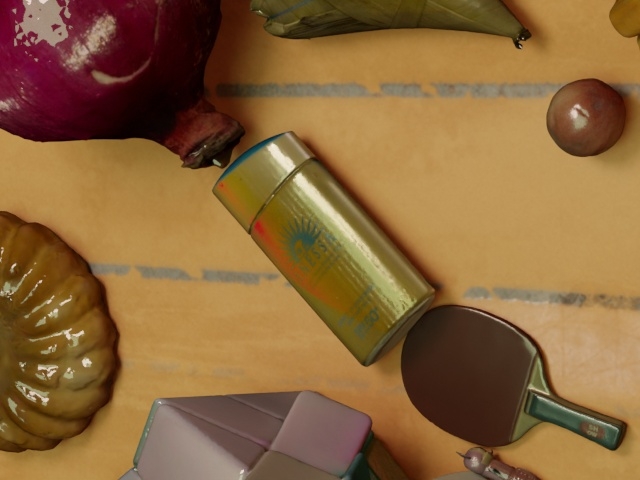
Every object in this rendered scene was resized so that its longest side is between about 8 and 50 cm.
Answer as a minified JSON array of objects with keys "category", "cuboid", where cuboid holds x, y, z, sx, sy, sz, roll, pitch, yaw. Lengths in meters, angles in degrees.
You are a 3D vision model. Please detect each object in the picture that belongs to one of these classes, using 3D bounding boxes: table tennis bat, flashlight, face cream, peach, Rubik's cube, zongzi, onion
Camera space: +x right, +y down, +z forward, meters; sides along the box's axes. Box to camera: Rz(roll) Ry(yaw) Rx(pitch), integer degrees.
[{"category":"table tennis bat","cuboid":[0.210,0.167,1.804,0.274,0.021,0.154,22,110,25]},{"category":"flashlight","cuboid":[0.205,0.258,1.818,0.110,0.052,0.031,24,83,15]},{"category":"face cream","cuboid":[0.000,0.000,1.854,0.285,0.067,0.139,49,125,14]},{"category":"peach","cuboid":[0.275,-0.128,1.671,0.083,0.083,0.083,6,103,28]},{"category":"Rubik's cube","cuboid":[-0.044,0.348,1.800,0.368,0.387,0.358,34,111,39]},{"category":"zongzi","cuboid":[0.075,-0.248,1.752,0.256,0.115,0.228,48,122,0]},{"category":"onion","cuboid":[-0.227,-0.222,1.814,0.348,0.347,0.385,-33,111,30]}]

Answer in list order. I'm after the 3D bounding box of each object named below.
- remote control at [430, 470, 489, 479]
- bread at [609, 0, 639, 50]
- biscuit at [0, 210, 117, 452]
[{"category":"remote control","cuboid":[0.194,0.312,1.771,0.190,0.088,0.029,34,122,44]},{"category":"bread","cuboid":[0.304,-0.333,1.589,0.173,0.121,0.311,-38,80,30]},{"category":"biscuit","cuboid":[-0.415,0.125,2.098,0.326,0.107,0.325,8,108,28]}]
